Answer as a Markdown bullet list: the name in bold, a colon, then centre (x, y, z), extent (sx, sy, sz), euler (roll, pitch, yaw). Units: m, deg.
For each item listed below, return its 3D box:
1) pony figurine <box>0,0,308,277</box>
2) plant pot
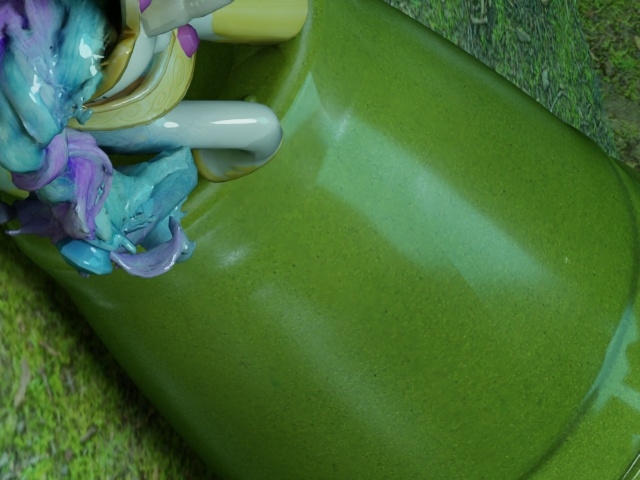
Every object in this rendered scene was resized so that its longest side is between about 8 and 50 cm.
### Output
- **pony figurine**: centre (-0.175, -0.076, 0.652), extent (0.363, 0.351, 0.303), euler (-21, 107, -84)
- **plant pot**: centre (0.000, 0.000, 0.991), extent (0.353, 0.366, 0.366), euler (41, 46, -40)
